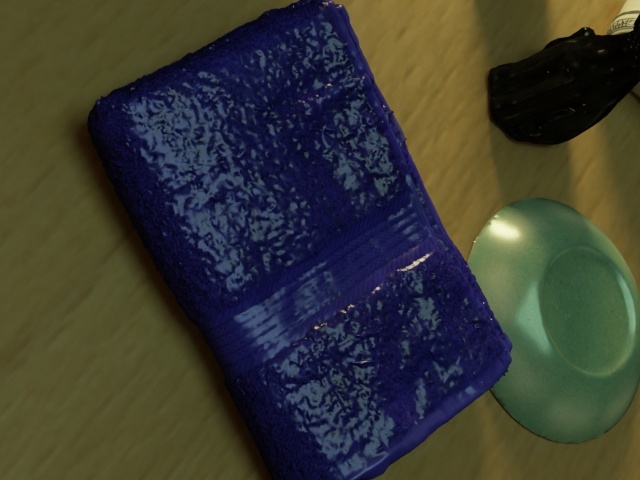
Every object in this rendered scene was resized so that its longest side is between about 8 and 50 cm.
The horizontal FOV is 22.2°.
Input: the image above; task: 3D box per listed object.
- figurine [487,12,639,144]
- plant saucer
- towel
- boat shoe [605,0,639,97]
[{"bbox_3d":[0.220,-0.203,1.236,0.092,0.209,0.215,3,75,-37],"label":"figurine"},{"bbox_3d":[0.194,0.057,1.253,0.195,0.037,0.195,11,71,-34],"label":"plant saucer"},{"bbox_3d":[0.000,0.000,1.095,0.227,0.076,0.308,-35,99,-39],"label":"towel"},{"bbox_3d":[0.353,-0.120,1.396,0.267,0.096,0.088,37,62,-14],"label":"boat shoe"}]
